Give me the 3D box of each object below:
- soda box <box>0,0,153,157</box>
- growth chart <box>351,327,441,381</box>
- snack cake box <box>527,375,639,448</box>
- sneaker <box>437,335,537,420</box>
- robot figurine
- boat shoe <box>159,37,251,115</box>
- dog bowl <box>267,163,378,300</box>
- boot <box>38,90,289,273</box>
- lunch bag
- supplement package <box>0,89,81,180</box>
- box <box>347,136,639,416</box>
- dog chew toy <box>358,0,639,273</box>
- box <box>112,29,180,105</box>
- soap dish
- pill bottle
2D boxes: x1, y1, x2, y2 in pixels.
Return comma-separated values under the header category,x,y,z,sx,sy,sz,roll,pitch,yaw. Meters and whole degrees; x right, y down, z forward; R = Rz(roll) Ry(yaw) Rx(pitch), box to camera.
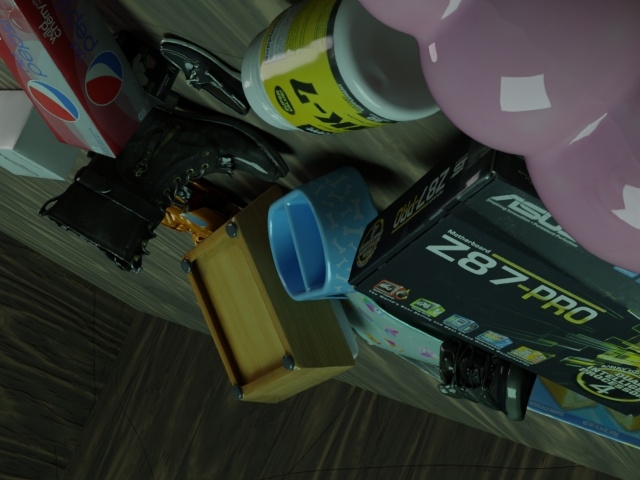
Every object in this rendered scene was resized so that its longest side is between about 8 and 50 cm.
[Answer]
category,x,y,z,sx,sy,sz,roll,pitch,yaw
soda box,-0.278,-0.205,1.211,0.092,0.083,0.263,17,152,29
growth chart,0.180,0.135,1.790,0.237,0.172,0.021,28,152,6
snack cake box,0.401,0.197,1.648,0.264,0.152,0.089,18,177,21
sneaker,0.206,0.171,1.453,0.130,0.087,0.227,15,174,10
robot figurine,-0.248,-0.070,1.877,0.291,0.085,0.211,31,165,-33
boat shoe,-0.127,-0.182,1.283,0.125,0.038,0.046,29,166,-26
dog bowl,0.000,0.000,1.506,0.074,0.166,0.297,-14,177,-17
boot,-0.196,-0.062,1.469,0.263,0.229,0.091,24,168,-4
lunch bag,0.153,0.091,1.661,0.262,0.160,0.223,18,169,-1
supplement package,-0.459,-0.166,1.804,0.105,0.105,0.179,34,164,-38
box,0.271,0.042,1.214,0.395,0.097,0.318,26,149,-13
dog chew toy,0.153,-0.123,0.672,0.332,0.206,0.206,34,166,-12
box,-0.216,-0.199,1.344,0.083,0.052,0.062,31,166,-25
soap dish,-0.085,0.093,1.735,0.118,0.290,0.229,-18,171,-38
pill bottle,0.020,-0.150,0.963,0.119,0.119,0.208,29,167,-24
